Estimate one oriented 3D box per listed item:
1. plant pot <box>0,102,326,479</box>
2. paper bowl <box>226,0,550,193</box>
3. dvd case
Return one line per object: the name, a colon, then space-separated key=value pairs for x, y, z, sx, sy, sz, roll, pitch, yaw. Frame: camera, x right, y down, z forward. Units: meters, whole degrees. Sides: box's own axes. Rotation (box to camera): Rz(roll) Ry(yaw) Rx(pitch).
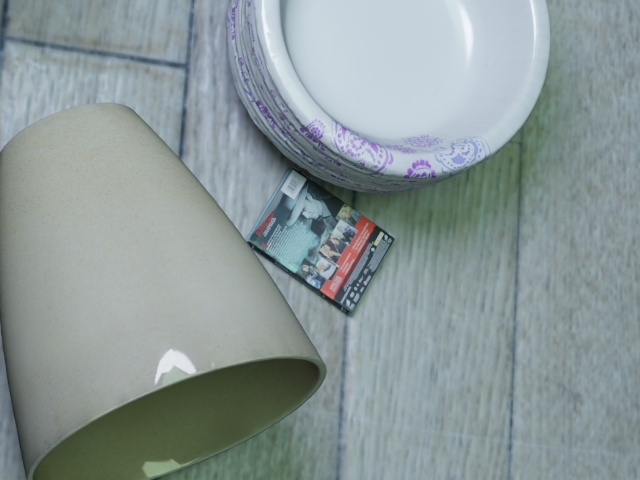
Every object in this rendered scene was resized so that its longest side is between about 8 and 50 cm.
plant pot: x=-0.165 y=0.034 z=1.635 sx=0.256 sy=0.256 sz=0.274 roll=-16 pitch=70 yaw=-23
paper bowl: x=0.053 y=-0.182 z=1.794 sx=0.284 sy=0.148 sz=0.284 roll=4 pitch=78 yaw=-21
dvd case: x=0.000 y=0.000 z=1.811 sx=0.119 sy=0.013 sz=0.087 roll=35 pitch=70 yaw=-13
